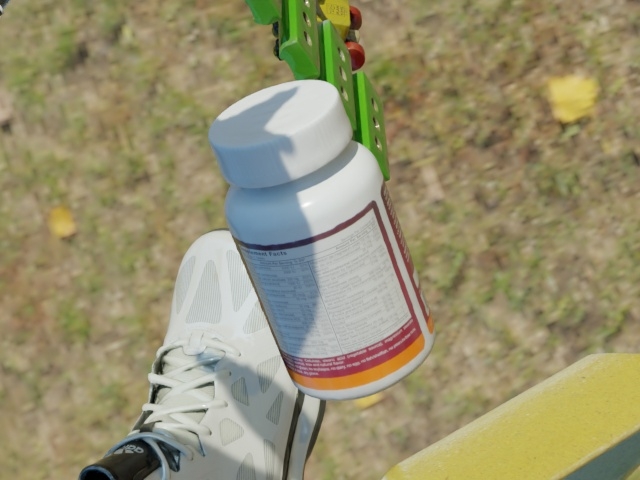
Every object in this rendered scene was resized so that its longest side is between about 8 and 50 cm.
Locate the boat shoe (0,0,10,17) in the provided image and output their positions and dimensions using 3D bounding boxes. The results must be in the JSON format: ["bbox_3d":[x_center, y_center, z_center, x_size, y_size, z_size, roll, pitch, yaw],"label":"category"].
[{"bbox_3d":[-0.396,-0.278,2.137,0.035,0.100,0.035,27,154,23],"label":"boat shoe"}]

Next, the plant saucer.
[{"bbox_3d":[0.106,0.215,1.337,0.081,0.332,0.333,51,137,18],"label":"plant saucer"}]

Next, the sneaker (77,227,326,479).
[{"bbox_3d":[-0.125,0.181,1.772,0.169,0.257,0.448,-12,71,28],"label":"sneaker"}]

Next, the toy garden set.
[{"bbox_3d":[-0.019,-0.190,1.556,0.049,0.204,0.244,-22,132,17],"label":"toy garden set"}]

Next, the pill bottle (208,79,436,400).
[{"bbox_3d":[0.000,0.000,1.329,0.121,0.121,0.221,8,128,44],"label":"pill bottle"}]
